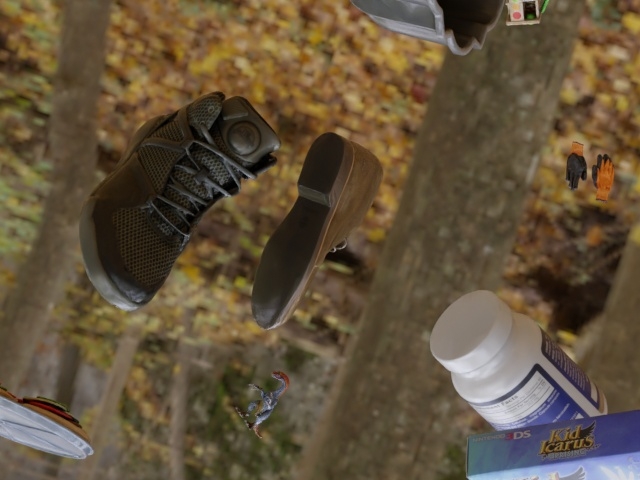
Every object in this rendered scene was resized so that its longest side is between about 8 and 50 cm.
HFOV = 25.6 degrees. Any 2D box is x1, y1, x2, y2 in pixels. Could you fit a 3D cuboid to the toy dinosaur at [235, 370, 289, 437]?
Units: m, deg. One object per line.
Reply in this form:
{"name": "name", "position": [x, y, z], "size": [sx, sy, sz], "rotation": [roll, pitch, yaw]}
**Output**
{"name": "toy dinosaur", "position": [-0.072, 0.211, 1.868], "size": [0.047, 0.082, 0.090], "rotation": [54, 178, 29]}

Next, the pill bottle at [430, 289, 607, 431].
{"name": "pill bottle", "position": [0.285, 0.199, 2.038], "size": [0.264, 0.153, 0.153], "rotation": [45, 169, -28]}

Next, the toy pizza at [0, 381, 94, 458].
{"name": "toy pizza", "position": [-0.303, 0.153, 1.323], "size": [0.201, 0.032, 0.201], "rotation": [20, 161, 7]}

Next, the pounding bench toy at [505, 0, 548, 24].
{"name": "pounding bench toy", "position": [0.329, -0.370, 2.178], "size": [0.083, 0.065, 0.052], "rotation": [-1, -145, 16]}

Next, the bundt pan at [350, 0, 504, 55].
{"name": "bundt pan", "position": [0.101, -0.348, 1.369], "size": [0.124, 0.331, 0.331], "rotation": [8, 178, 21]}

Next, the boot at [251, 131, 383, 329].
{"name": "boot", "position": [0.000, 0.000, 2.062], "size": [0.115, 0.305, 0.112], "rotation": [19, -171, -44]}

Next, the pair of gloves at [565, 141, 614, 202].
{"name": "pair of gloves", "position": [0.385, -0.097, 2.007], "size": [0.083, 0.074, 0.010], "rotation": [18, 163, -24]}

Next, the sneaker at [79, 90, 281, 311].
{"name": "sneaker", "position": [-0.110, -0.045, 1.121], "size": [0.087, 0.130, 0.227], "rotation": [48, -145, -20]}

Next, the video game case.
{"name": "video game case", "position": [0.343, 0.292, 1.661], "size": [0.269, 0.061, 0.244], "rotation": [-13, 138, 26]}
